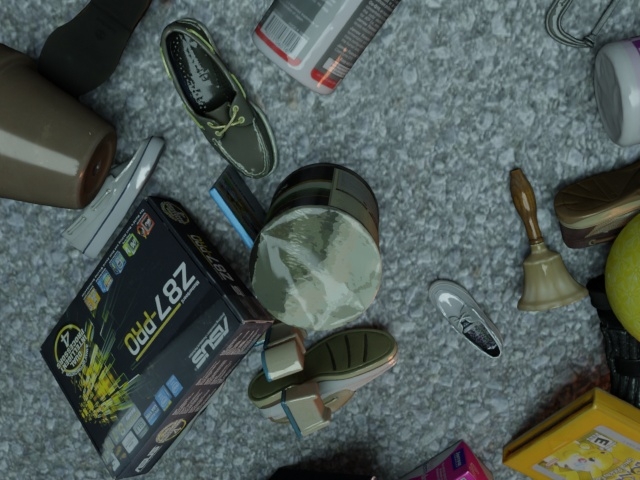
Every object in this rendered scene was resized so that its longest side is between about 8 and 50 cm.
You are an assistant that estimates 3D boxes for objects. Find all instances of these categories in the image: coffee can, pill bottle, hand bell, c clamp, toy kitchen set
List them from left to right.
[{"bbox_3d":[-0.063,0.234,1.372,0.122,0.207,0.166,-21,109,11],"label":"toy kitchen set"},{"bbox_3d":[0.000,0.000,1.249,0.201,0.275,0.202,1,109,3],"label":"coffee can"},{"bbox_3d":[0.034,-0.384,1.174,0.161,0.161,0.283,36,107,-9],"label":"pill bottle"},{"bbox_3d":[0.378,-0.009,1.331,0.126,0.126,0.242,-16,94,9],"label":"hand bell"},{"bbox_3d":[0.451,-0.379,1.224,0.137,0.022,0.161,35,107,-9],"label":"c clamp"},{"bbox_3d":[0.602,-0.258,1.181,0.301,0.169,0.169,-11,108,7],"label":"pill bottle"}]

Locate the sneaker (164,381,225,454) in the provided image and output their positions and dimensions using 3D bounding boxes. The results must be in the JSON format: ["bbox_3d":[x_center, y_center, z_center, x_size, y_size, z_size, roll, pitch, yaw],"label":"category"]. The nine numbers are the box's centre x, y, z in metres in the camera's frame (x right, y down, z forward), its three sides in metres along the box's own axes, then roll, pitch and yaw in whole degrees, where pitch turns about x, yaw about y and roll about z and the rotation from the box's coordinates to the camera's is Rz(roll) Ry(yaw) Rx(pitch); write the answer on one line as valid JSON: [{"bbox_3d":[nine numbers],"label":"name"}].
[{"bbox_3d":[-0.282,0.306,1.454,0.321,0.127,0.126,-41,101,21],"label":"sneaker"}]

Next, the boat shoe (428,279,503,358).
[{"bbox_3d":[0.270,0.149,1.396,0.066,0.063,0.184,-36,104,14],"label":"boat shoe"}]

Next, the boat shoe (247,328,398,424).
[{"bbox_3d":[0.017,0.261,1.435,0.302,0.113,0.103,-22,125,15],"label":"boat shoe"}]

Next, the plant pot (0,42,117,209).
[{"bbox_3d":[-0.465,-0.157,1.224,0.229,0.263,0.263,22,109,-2],"label":"plant pot"}]

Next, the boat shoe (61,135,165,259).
[{"bbox_3d":[-0.372,-0.088,1.342,0.088,0.096,0.267,33,116,-13],"label":"boat shoe"}]

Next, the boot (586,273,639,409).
[{"bbox_3d":[0.665,0.153,1.335,0.347,0.131,0.260,-17,101,20],"label":"boot"}]

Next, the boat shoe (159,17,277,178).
[{"bbox_3d":[-0.174,-0.229,1.277,0.109,0.091,0.305,-27,105,12],"label":"boat shoe"}]

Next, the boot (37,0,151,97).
[{"bbox_3d":[-0.357,-0.352,1.251,0.112,0.115,0.305,41,125,-18],"label":"boot"}]

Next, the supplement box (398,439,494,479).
[{"bbox_3d":[0.232,0.518,1.501,0.220,0.111,0.114,-36,102,14],"label":"supplement box"}]

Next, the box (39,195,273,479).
[{"bbox_3d":[-0.306,0.170,1.339,0.395,0.097,0.318,-50,63,17],"label":"box"}]

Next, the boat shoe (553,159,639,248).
[{"bbox_3d":[0.575,-0.066,1.287,0.342,0.123,0.123,-19,127,6],"label":"boat shoe"}]

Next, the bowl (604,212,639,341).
[{"bbox_3d":[0.604,0.078,1.170,0.289,0.156,0.290,4,108,11],"label":"bowl"}]

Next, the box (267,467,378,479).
[{"bbox_3d":[0.047,0.658,1.444,0.293,0.212,0.395,-16,112,48],"label":"box"}]

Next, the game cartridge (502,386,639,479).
[{"bbox_3d":[0.556,0.422,1.419,0.323,0.053,0.285,29,135,-6],"label":"game cartridge"}]

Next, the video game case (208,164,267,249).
[{"bbox_3d":[-0.137,-0.061,1.293,0.015,0.166,0.119,-31,105,13],"label":"video game case"}]
